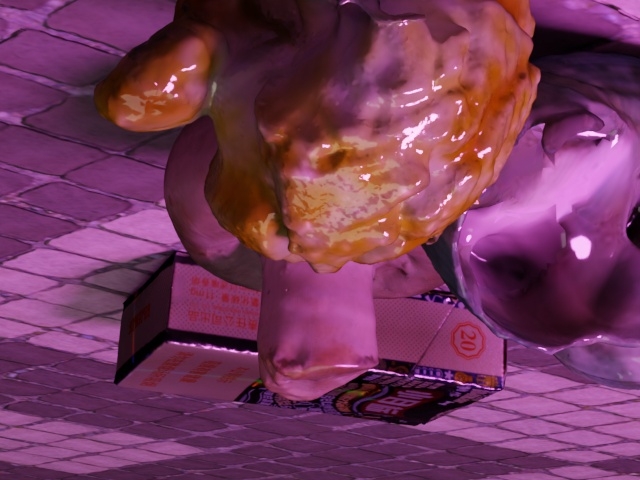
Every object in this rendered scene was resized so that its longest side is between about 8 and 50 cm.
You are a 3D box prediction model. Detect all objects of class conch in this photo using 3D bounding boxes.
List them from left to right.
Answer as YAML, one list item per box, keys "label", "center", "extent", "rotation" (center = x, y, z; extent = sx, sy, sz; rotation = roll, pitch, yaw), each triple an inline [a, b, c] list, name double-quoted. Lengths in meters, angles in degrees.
- label: "conch"
  center: [0.169, -0.005, 1.094]
  extent: [0.195, 0.220, 0.277]
  rotation: [15, 150, 30]

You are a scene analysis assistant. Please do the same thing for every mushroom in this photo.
- label: "mushroom"
  center: [0.000, 0.000, 1.178]
  extent: [0.204, 0.204, 0.204]
  rotation: [3, 164, 1]

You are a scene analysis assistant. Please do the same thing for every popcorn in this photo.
- label: "popcorn"
  center: [0.000, -0.080, 0.939]
  extent: [0.212, 0.198, 0.198]
  rotation: [14, 161, -13]

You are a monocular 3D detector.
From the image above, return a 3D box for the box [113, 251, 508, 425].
- label: "box"
  center: [-0.013, 0.093, 1.694]
  extent: [0.310, 0.084, 0.198]
  rotation: [9, 162, -17]
